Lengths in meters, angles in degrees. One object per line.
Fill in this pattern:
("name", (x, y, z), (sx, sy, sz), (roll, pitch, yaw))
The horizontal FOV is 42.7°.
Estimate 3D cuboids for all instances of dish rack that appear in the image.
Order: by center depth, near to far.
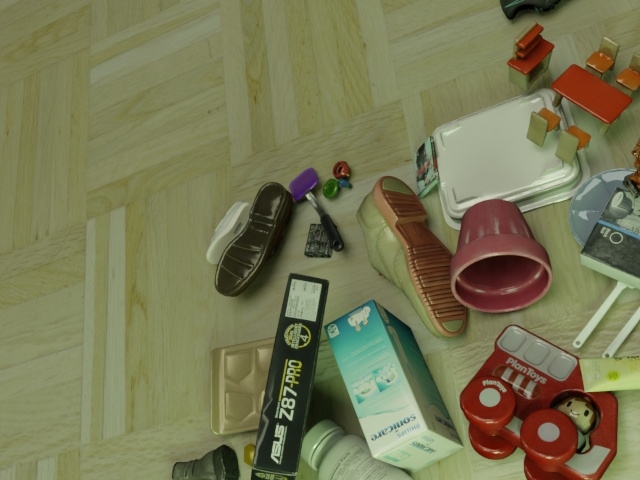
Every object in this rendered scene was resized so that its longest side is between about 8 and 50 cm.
("dish rack", (0.406, -0.192, 1.829), (0.333, 0.072, 0.285), (-19, 61, 21))

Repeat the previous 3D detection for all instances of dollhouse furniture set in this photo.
("dollhouse furniture set", (0.524, -0.336, 1.724), (0.259, 0.135, 0.262), (39, 74, 23))

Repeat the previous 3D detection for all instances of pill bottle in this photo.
("pill bottle", (0.069, 0.472, 1.669), (0.229, 0.131, 0.131), (34, 86, 35))

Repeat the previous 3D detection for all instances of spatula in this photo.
("spatula", (0.615, 0.144, 1.576), (0.168, 0.019, 0.242), (36, 87, 23))
("spatula", (-0.004, -0.076, 2.002), (0.084, 0.030, 0.296), (-41, 50, 13))

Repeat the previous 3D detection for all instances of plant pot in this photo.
("plant pot", (0.364, 0.021, 1.691), (0.201, 0.201, 0.180), (-17, 46, 21))

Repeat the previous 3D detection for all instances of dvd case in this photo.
("dvd case", (0.245, -0.170, 1.906), (0.087, 0.013, 0.119), (131, 141, -57))

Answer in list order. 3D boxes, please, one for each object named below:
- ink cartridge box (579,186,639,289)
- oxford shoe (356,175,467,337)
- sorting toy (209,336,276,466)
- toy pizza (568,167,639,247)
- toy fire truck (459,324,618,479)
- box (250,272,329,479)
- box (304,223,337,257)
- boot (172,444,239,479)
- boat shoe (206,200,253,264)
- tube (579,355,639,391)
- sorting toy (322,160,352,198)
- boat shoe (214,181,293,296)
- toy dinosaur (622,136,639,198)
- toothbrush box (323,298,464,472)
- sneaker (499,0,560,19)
("ink cartridge box", (0.681, 0.034, 1.549), (0.333, 0.065, 0.165), (25, 77, 27))
("oxford shoe", (0.198, 0.053, 1.817), (0.146, 0.141, 0.397), (-47, 53, 41))
("sorting toy", (-0.143, 0.378, 1.881), (0.229, 0.041, 0.307), (-11, 63, 15))
("toy pizza", (0.610, -0.052, 1.671), (0.201, 0.032, 0.201), (-8, 68, 21))
("toy fire truck", (0.422, 0.310, 1.547), (0.302, 0.169, 0.254), (27, 64, 34))
("box", (-0.066, 0.307, 1.685), (0.097, 0.318, 0.394), (10, 65, 0))
("box", (0.000, 0.000, 1.991), (0.067, 0.018, 0.083), (0, 68, 29))
("boot", (-0.253, 0.592, 1.831), (0.161, 0.083, 0.246), (-29, 50, 20))
("boat shoe", (-0.241, -0.024, 2.110), (0.063, 0.066, 0.184), (24, 83, 49))
("tube", (0.602, 0.240, 1.497), (0.240, 0.070, 0.062), (-5, 78, 14))
("sorting toy", (0.050, -0.144, 2.023), (0.061, 0.042, 0.102), (29, 96, 50))
("boat shoe", (-0.148, 0.011, 2.019), (0.111, 0.104, 0.307), (26, 80, 26))
("toy dinosaur", (0.683, -0.145, 1.570), (0.218, 0.164, 0.322), (-9, 51, 6))
("toothbrush box", (0.148, 0.296, 1.656), (0.126, 0.216, 0.295), (-32, 58, 13))
("sneaker", (0.553, -0.597, 1.934), (0.267, 0.101, 0.106), (-8, 86, 25))
